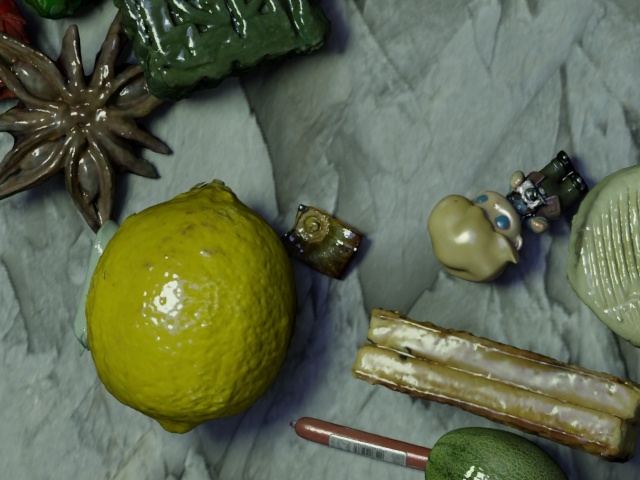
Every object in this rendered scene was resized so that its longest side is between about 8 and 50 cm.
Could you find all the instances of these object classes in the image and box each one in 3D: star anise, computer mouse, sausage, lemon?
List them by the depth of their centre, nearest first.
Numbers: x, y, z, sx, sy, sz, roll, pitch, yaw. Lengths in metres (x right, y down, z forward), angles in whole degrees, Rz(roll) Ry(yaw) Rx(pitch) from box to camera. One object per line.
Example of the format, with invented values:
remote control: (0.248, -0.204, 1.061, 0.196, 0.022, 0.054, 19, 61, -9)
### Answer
lemon: (-0.151, 0.077, 1.586, 0.253, 0.253, 0.310, 9, 84, 18)
sausage: (0.065, 0.250, 1.612, 0.223, 0.029, 0.029, 12, 86, 18)
computer mouse: (-0.274, 0.066, 1.712, 0.056, 0.089, 0.182, 15, 88, 12)
star anise: (-0.310, -0.174, 1.735, 0.292, 0.109, 0.350, -4, 100, -22)

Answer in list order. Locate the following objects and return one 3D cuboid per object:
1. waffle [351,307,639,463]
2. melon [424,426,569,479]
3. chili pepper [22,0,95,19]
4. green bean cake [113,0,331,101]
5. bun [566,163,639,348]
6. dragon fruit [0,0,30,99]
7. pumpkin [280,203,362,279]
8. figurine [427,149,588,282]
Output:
waffle: (0.210, 0.163, 1.485, 0.308, 0.213, 0.091, 17, 85, 19)
melon: (0.209, 0.290, 1.507, 0.192, 0.139, 0.139, 30, 91, 15)
chili pepper: (-0.394, -0.477, 1.783, 0.385, 0.167, 0.213, 51, 140, 9)
green bean cake: (-0.131, -0.319, 1.661, 0.255, 0.132, 0.241, -18, 88, -10)
bun: (0.387, 0.016, 1.494, 0.220, 0.134, 0.220, -2, 77, 11)
dragon fruit: (-0.479, -0.276, 1.781, 0.172, 0.172, 0.210, -29, 75, 11)
pumpkin: (0.001, 0.002, 1.668, 0.101, 0.035, 0.073, 31, 103, 15)
figurine: (0.223, -0.028, 1.570, 0.196, 0.108, 0.114, -31, 78, 5)
